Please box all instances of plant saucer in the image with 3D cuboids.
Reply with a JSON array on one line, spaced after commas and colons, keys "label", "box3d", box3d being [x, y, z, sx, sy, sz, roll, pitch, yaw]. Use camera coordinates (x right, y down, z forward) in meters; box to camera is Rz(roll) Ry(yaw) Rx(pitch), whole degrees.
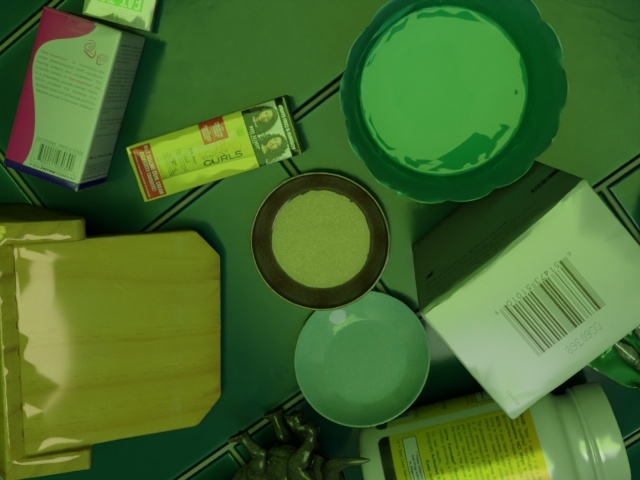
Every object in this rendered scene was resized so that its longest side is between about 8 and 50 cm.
[{"label": "plant saucer", "box3d": [0.000, 0.000, 1.178, 0.198, 0.036, 0.199, 1, 100, 4]}, {"label": "plant saucer", "box3d": [0.061, 0.168, 1.175, 0.194, 0.037, 0.195, -5, 70, 13]}]

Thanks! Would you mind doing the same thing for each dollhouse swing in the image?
[{"label": "dollhouse swing", "box3d": [-0.358, 0.120, 1.220, 0.315, 0.305, 0.347, 11, 105, 45]}]

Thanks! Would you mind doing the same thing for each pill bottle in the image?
[{"label": "pill bottle", "box3d": [0.234, 0.301, 1.132, 0.333, 0.188, 0.188, -15, 98, 8]}]

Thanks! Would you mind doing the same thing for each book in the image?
[{"label": "book", "box3d": [-0.263, -0.370, 1.141, 0.096, 0.035, 0.144, 14, 99, -1]}]

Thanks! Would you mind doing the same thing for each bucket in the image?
[{"label": "bucket", "box3d": [0.164, -0.188, 1.056, 0.281, 0.183, 0.281, 1, 101, 5]}]

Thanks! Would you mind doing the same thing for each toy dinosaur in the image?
[{"label": "toy dinosaur", "box3d": [-0.033, 0.329, 1.176, 0.313, 0.121, 0.160, -16, 97, 33]}]

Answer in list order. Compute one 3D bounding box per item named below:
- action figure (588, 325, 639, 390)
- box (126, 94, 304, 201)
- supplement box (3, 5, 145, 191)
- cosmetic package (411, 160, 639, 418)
[{"label": "action figure", "box3d": [0.492, 0.187, 1.157, 0.232, 0.063, 0.137, 39, 98, -6]}, {"label": "box", "box3d": [-0.145, -0.128, 1.156, 0.232, 0.058, 0.087, -15, 99, 8]}, {"label": "supplement box", "box3d": [-0.334, -0.193, 1.135, 0.111, 0.114, 0.220, 20, 102, 2]}, {"label": "cosmetic package", "box3d": [0.236, 0.031, 0.987, 0.217, 0.385, 0.156, -40, 95, 8]}]
